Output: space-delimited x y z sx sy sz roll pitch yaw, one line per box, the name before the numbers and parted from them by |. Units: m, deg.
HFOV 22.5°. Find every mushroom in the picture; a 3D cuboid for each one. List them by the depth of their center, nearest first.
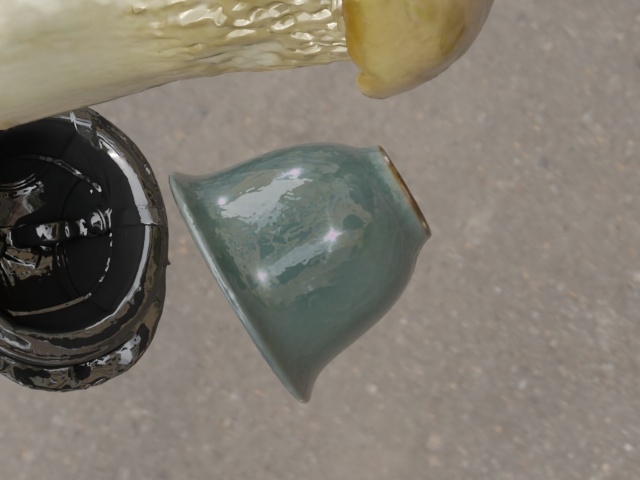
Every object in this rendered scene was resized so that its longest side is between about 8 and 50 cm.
mushroom | -0.113 -0.074 0.441 0.351 0.095 0.123 0 44 30

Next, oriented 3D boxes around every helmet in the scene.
helmet | -0.270 0.007 1.539 0.160 0.230 0.279 -15 92 68

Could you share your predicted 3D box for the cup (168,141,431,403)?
cup | 0.000 0.000 1.191 0.150 0.199 0.199 -30 51 2
